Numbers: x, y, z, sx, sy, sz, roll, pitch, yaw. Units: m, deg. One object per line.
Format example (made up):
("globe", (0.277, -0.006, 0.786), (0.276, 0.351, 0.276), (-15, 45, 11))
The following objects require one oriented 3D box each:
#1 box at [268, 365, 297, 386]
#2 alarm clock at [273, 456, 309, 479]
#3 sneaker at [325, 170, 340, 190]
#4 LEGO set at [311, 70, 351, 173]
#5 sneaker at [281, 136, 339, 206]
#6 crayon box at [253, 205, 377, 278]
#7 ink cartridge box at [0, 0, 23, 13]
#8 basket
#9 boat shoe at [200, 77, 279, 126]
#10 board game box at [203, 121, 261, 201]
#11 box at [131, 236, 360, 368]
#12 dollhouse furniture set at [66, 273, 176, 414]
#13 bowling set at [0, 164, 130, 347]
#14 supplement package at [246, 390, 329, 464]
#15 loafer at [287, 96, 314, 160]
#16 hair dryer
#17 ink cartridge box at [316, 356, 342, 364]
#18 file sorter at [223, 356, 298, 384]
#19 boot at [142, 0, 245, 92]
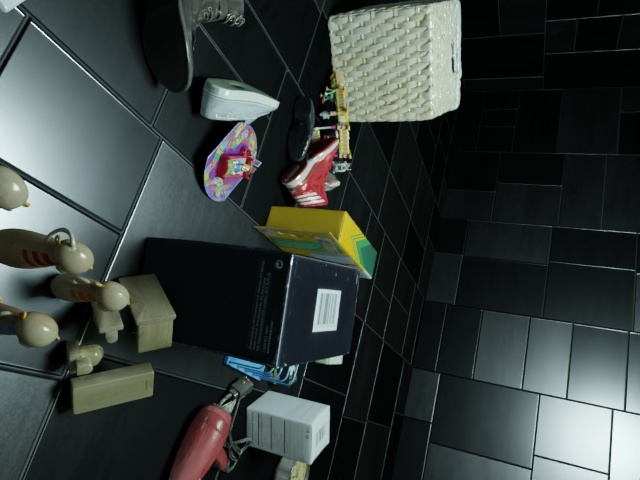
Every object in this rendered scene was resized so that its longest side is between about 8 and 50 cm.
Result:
("box", (-0.096, 0.328, 1.291), (0.052, 0.062, 0.083), (-10, 104, -66))
("alarm clock", (-0.083, 0.640, 1.392), (0.129, 0.064, 0.192), (-26, 121, -61))
("sneaker", (-0.002, -0.175, 1.410), (0.158, 0.061, 0.065), (-12, 80, -65))
("LEGO set", (0.024, -0.332, 1.395), (0.132, 0.107, 0.287), (-86, 172, -83))
("sneaker", (-0.008, -0.171, 1.311), (0.221, 0.087, 0.128), (-47, 126, -30))
("crayon box", (0.000, 0.000, 1.255), (0.323, 0.203, 0.083), (45, 55, -59))
("ink cartridge box", (-0.343, -0.429, 0.590), (0.311, 0.065, 0.186), (-62, 148, -34))
("basket", (0.228, -0.528, 1.479), (0.266, 0.331, 0.328), (-43, 133, -52))
("boat shoe", (-0.166, -0.273, 1.007), (0.081, 0.079, 0.227), (-63, 162, 21))
("board game box", (-0.167, -0.153, 1.002), (0.169, 0.033, 0.133), (-56, 159, -25))
("box", (-0.121, 0.106, 0.912), (0.296, 0.294, 0.183), (18, 78, -64))
("dollhouse furniture set", (-0.319, 0.155, 0.775), (0.144, 0.123, 0.151), (-6, 121, -32))
("bowling set", (-0.357, 0.065, 0.563), (0.287, 0.154, 0.200), (61, 42, -50))
("supplement package", (-0.079, 0.453, 1.218), (0.105, 0.179, 0.105), (-20, 113, -63))
("loafer", (-0.041, -0.279, 1.275), (0.061, 0.062, 0.170), (34, 66, -68))
("hair dryer", (-0.215, 0.443, 1.044), (0.293, 0.080, 0.224), (-20, 114, -62))
("ink cartridge box", (0.059, 0.318, 1.635), (0.235, 0.056, 0.171), (27, 71, -61))
("file sorter", (-0.126, 0.262, 1.165), (0.170, 0.104, 0.118), (54, 48, -56))
("boot", (-0.203, -0.397, 0.864), (0.229, 0.091, 0.263), (-33, 123, -58))
